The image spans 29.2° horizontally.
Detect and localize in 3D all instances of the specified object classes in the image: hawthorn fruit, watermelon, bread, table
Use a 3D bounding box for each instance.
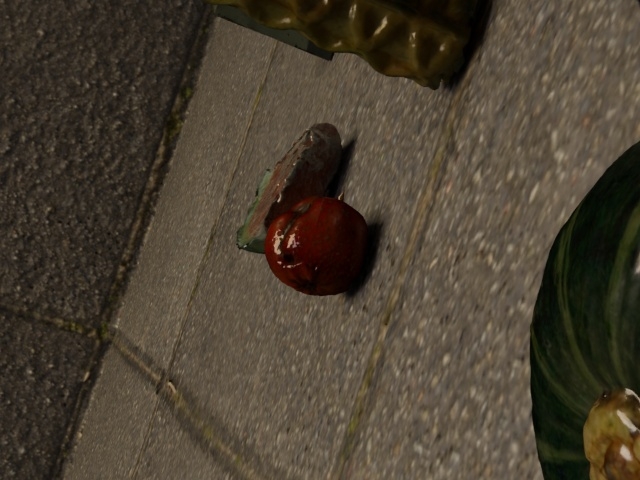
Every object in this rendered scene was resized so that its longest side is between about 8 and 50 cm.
[{"bbox_3d":[0.000,0.000,1.021,0.093,0.093,0.093,-161,90,-77],"label":"hawthorn fruit"},{"bbox_3d":[-0.018,-0.049,1.209,0.139,0.071,0.187,-57,10,26],"label":"watermelon"},{"bbox_3d":[-0.009,-0.202,0.925,0.087,0.269,0.098,-86,19,-56],"label":"bread"},{"bbox_3d":[-0.046,-0.266,1.430,0.175,0.146,0.062,-113,44,-72],"label":"table"}]

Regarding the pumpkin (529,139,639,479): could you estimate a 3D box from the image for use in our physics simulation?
[{"bbox_3d":[0.127,0.045,0.332,0.167,0.125,0.167,36,138,40],"label":"pumpkin"}]

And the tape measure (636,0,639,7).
[{"bbox_3d":[0.176,-0.133,0.550,0.091,0.054,0.094,-51,26,42],"label":"tape measure"}]
